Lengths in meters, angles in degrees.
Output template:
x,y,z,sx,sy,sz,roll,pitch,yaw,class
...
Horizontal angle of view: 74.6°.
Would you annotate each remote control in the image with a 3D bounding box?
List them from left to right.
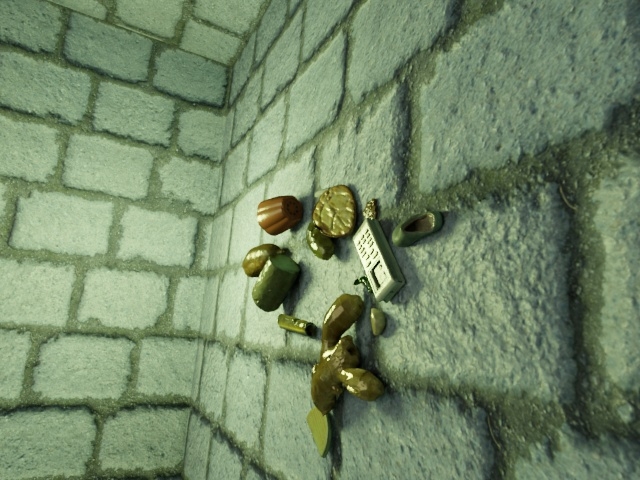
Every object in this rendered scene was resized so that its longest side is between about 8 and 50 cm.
x,y,z,sx,sy,sz,roll,pitch,yaw,class
0.179,0.057,1.346,0.103,0.055,0.277,-58,34,37,remote control

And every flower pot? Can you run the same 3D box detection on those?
x,y,z,sx,sy,sz,roll,pitch,yaw,class
-0.180,-0.129,1.996,0.173,0.190,0.191,-16,66,45,flower pot

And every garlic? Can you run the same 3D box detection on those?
x,y,z,sx,sy,sz,roll,pitch,yaw,class
0.176,0.252,1.304,0.053,0.041,0.083,164,106,-66,garlic

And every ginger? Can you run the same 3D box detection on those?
x,y,z,sx,sy,sz,roll,pitch,yaw,class
0.048,0.395,1.415,0.348,0.122,0.363,-44,53,37,ginger

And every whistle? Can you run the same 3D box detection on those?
x,y,z,sx,sy,sz,roll,pitch,yaw,class
-0.112,0.362,1.798,0.326,0.057,0.068,-7,75,62,whistle

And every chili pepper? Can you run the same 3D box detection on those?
x,y,z,sx,sy,sz,roll,pitch,yaw,class
0.149,0.137,1.401,0.118,0.035,0.055,20,82,59,chili pepper

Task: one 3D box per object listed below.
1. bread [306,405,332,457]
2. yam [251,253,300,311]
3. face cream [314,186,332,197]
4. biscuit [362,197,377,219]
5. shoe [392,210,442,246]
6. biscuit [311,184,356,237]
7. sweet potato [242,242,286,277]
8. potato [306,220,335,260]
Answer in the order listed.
x,y,z,sx,sy,sz,roll,pitch,yaw,class
0.006,0.655,1.495,0.112,0.036,0.193,-69,25,12,bread
-0.208,0.189,1.934,0.268,0.161,0.161,-60,33,34,yam
0.012,-0.201,1.782,0.130,0.034,0.034,-4,77,62,face cream
0.174,-0.099,1.456,0.082,0.016,0.092,-51,37,42,biscuit
0.258,-0.038,1.206,0.195,0.078,0.079,-25,60,54,shoe
0.058,-0.105,1.608,0.203,0.041,0.260,-43,45,12,biscuit
-0.293,0.093,2.144,0.369,0.157,0.158,-33,53,56,sweet potato
0.000,0.000,1.673,0.225,0.090,0.117,-114,38,-53,potato
